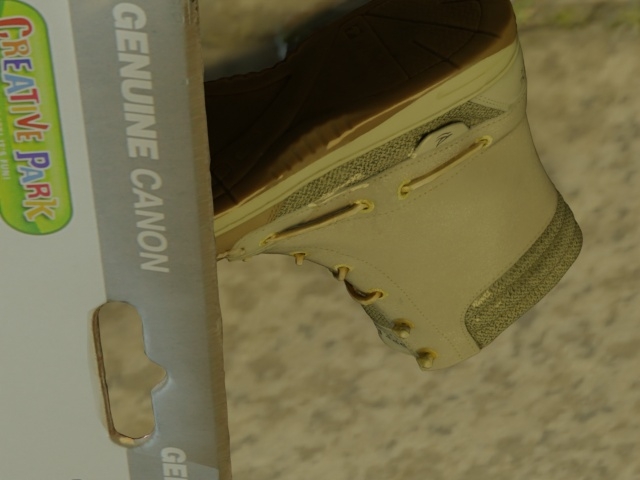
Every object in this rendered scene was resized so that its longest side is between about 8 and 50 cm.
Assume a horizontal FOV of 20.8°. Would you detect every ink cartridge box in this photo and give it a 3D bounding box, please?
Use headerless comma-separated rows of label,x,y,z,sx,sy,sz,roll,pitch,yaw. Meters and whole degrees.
ink cartridge box,-0.162,0.002,0.559,0.272,0.130,0.309,0,132,0

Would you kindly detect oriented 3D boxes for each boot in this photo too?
boot,0.000,0.000,0.720,0.213,0.077,0.165,-27,138,1
